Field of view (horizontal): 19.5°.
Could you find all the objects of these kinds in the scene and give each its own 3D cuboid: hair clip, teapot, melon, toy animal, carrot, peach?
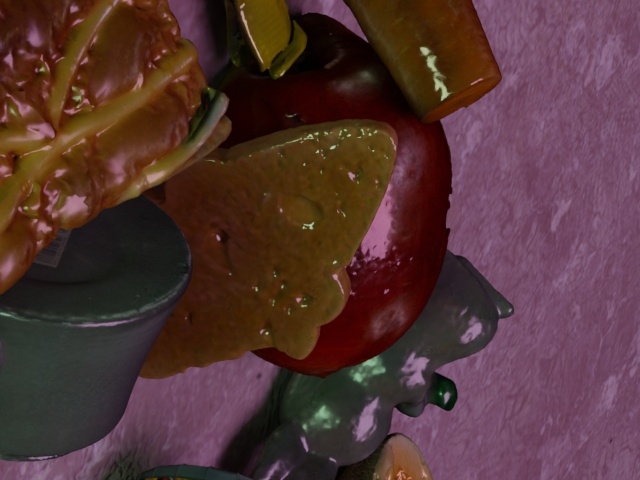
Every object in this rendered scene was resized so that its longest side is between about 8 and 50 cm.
[{"bbox_3d":[-0.050,-0.185,1.164,0.072,0.046,0.173,-53,142,-30],"label":"hair clip"},{"bbox_3d":[-0.160,0.054,1.037,0.239,0.162,0.149,-51,159,-59],"label":"teapot"},{"bbox_3d":[0.044,0.227,1.583,0.160,0.079,0.128,20,73,-61],"label":"melon"},{"bbox_3d":[0.024,0.109,1.447,0.251,0.127,0.125,-45,158,-14],"label":"toy animal"},{"bbox_3d":[0.050,-0.170,1.206,0.087,0.193,0.087,-29,161,-11],"label":"carrot"},{"bbox_3d":[-0.004,0.000,1.270,0.154,0.159,0.267,-23,130,-46],"label":"peach"}]

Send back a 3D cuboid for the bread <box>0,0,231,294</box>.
[{"bbox_3d":[-0.184,-0.064,0.883,0.275,0.114,0.184,-39,111,-41],"label":"bread"}]

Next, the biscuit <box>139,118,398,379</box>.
[{"bbox_3d":[-0.046,0.004,1.168,0.162,0.250,0.035,43,26,-20],"label":"biscuit"}]

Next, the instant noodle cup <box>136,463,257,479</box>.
[{"bbox_3d":[-0.082,0.230,1.271,0.208,0.177,0.125,26,60,-23],"label":"instant noodle cup"}]
